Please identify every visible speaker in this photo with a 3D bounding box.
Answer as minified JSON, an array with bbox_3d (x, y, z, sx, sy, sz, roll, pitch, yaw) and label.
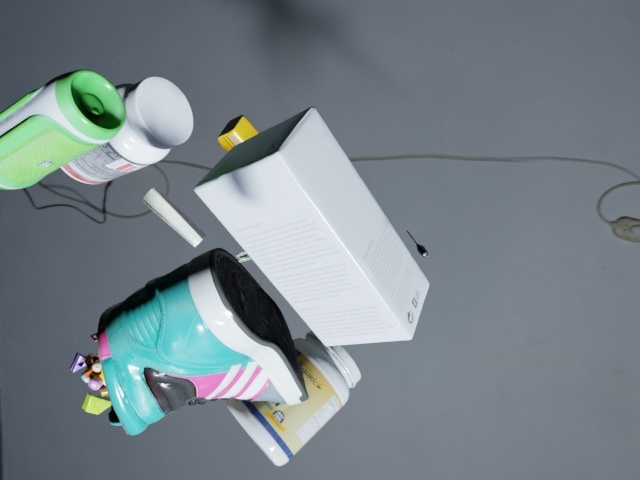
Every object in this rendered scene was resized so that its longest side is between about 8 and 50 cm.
[{"bbox_3d":[-0.485,-0.187,0.843,0.297,0.131,0.131,-18,89,27],"label":"speaker"}]

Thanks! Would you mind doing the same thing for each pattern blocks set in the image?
[{"bbox_3d":[-0.463,0.301,1.173,0.026,0.325,0.285,30,80,28],"label":"pattern blocks set"}]

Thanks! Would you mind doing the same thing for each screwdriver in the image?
[{"bbox_3d":[0.300,0.008,1.492,0.024,0.170,0.025,-43,112,12],"label":"screwdriver"}]

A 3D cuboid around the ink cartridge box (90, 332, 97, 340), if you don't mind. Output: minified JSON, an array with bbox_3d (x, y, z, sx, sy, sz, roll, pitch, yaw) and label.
[{"bbox_3d":[-0.677,0.276,1.530,0.115,0.063,0.029,-26,114,-34],"label":"ink cartridge box"}]

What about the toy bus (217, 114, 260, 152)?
[{"bbox_3d":[-0.249,-0.326,1.877,0.130,0.332,0.108,-9,45,42],"label":"toy bus"}]

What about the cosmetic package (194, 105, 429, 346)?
[{"bbox_3d":[0.000,0.000,0.940,0.230,0.161,0.453,-14,123,39],"label":"cosmetic package"}]

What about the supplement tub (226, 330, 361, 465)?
[{"bbox_3d":[-0.067,0.409,1.287,0.316,0.228,0.228,-39,86,-22],"label":"supplement tub"}]

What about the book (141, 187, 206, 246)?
[{"bbox_3d":[-0.307,-0.051,1.022,0.035,0.096,0.144,-45,100,0],"label":"book"}]

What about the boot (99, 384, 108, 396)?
[{"bbox_3d":[-0.551,0.423,1.445,0.211,0.295,0.104,-17,100,-36],"label":"boot"}]

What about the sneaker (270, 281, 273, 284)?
[{"bbox_3d":[-0.106,0.161,1.947,0.297,0.111,0.129,49,59,-32],"label":"sneaker"}]

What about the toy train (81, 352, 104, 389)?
[{"bbox_3d":[-0.323,0.173,0.765,0.166,0.125,0.046,-35,104,-6],"label":"toy train"}]

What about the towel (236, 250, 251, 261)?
[{"bbox_3d":[-0.164,0.006,1.968,0.325,0.248,0.038,-17,97,10],"label":"towel"}]

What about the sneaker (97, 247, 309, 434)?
[{"bbox_3d":[-0.125,0.131,0.496,0.178,0.295,0.123,-22,54,2],"label":"sneaker"}]

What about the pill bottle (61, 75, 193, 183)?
[{"bbox_3d":[-0.524,-0.286,1.262,0.363,0.210,0.210,-11,90,33],"label":"pill bottle"}]
